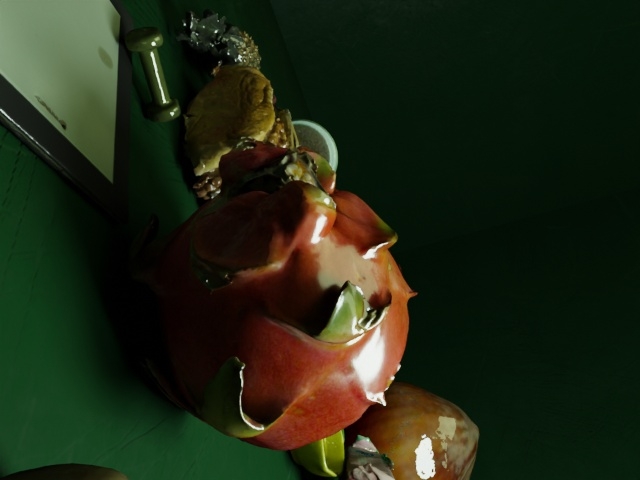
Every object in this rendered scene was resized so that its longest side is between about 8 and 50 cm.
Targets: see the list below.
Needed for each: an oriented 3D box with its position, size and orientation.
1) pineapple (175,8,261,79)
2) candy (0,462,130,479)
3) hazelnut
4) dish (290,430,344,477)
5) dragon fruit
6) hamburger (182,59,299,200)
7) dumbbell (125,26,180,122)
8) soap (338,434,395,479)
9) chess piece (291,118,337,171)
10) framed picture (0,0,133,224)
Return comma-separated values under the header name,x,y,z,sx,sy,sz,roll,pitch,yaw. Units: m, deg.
name,x,y,z,sx,sy,sz,roll,pitch,yaw
pineapple,-0.189,-0.359,1.017,0.251,0.125,0.125,-36,111,-82
candy,-0.162,0.171,0.237,0.234,0.102,0.104,33,43,-75
hazelnut,0.216,0.543,1.374,0.409,0.358,0.360,52,23,-48
dish,-0.012,0.350,0.993,0.208,0.079,0.149,-64,138,-76
dragon fruit,-0.063,0.041,0.570,0.306,0.305,0.226,-98,161,-44
hamburger,-0.128,-0.167,0.905,0.282,0.245,0.156,-48,143,-26
dumbbell,-0.216,-0.215,0.713,0.052,0.046,0.118,-112,-167,-50
soap,0.073,0.492,1.013,0.273,0.097,0.218,81,23,-77
chess piece,-0.058,-0.215,1.459,0.299,0.194,0.195,-113,-174,-83
framed picture,-0.268,-0.220,0.557,0.265,0.016,0.347,62,14,-58
